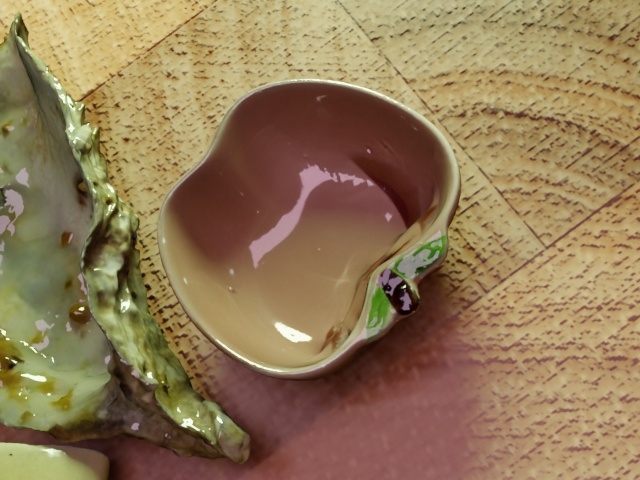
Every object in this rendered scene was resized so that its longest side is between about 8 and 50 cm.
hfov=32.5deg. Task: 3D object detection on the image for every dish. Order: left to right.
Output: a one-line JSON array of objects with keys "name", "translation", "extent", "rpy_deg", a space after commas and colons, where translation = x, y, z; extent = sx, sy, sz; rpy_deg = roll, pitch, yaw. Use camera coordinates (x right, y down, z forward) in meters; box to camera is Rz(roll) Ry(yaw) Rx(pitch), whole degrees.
[{"name": "dish", "translation": [0.000, 0.000, 0.764], "extent": [0.213, 0.090, 0.213], "rpy_deg": [-5, 69, 14]}]

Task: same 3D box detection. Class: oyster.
[{"name": "oyster", "translation": [-0.205, 0.028, 0.811], "extent": [0.204, 0.111, 0.396], "rpy_deg": [-35, 67, 19]}]

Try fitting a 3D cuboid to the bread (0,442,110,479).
[{"name": "bread", "translation": [-0.217, 0.226, 0.738], "extent": [0.140, 0.060, 0.178], "rpy_deg": [3, 61, 6]}]
